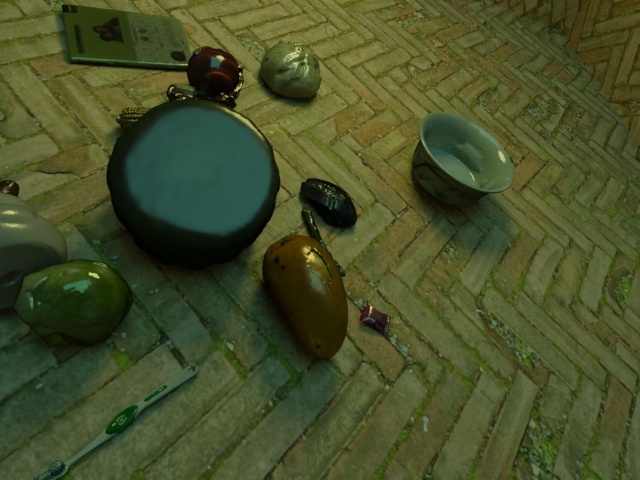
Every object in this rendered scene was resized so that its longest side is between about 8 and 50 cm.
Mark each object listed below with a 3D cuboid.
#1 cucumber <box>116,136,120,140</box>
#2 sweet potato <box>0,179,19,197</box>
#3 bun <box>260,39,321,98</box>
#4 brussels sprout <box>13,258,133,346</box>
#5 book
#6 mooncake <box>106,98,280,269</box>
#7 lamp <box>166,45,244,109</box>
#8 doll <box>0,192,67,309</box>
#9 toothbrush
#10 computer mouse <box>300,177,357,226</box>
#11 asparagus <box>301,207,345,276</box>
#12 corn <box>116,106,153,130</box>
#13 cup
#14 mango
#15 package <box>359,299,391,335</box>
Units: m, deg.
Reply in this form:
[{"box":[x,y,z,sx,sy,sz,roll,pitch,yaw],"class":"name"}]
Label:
[{"box":[-0.359,-0.214,1.096,0.299,0.072,0.072,19,51,-12],"class":"cucumber"},{"box":[-0.654,-0.068,0.875,0.049,0.049,0.117,14,61,-15],"class":"sweet potato"},{"box":[-0.090,-0.588,1.455,0.230,0.133,0.231,13,50,-16],"class":"bun"},{"box":[-0.428,0.102,0.769,0.183,0.145,0.131,46,8,-46],"class":"brussels sprout"},{"box":[-0.576,-0.614,1.314,0.351,0.035,0.240,-8,62,-29],"class":"book"},{"box":[-0.273,-0.119,0.955,0.355,0.194,0.357,4,72,-13],"class":"mooncake"},{"box":[-0.326,-0.467,1.245,0.214,0.151,0.224,5,57,-17],"class":"lamp"},{"box":[-0.588,0.001,0.764,0.221,0.221,0.251,49,25,14],"class":"doll"},{"box":[-0.340,0.312,0.757,0.030,0.030,0.303,47,48,12],"class":"toothbrush"},{"box":[0.029,-0.114,1.209,0.192,0.062,0.105,42,50,7],"class":"computer mouse"},{"box":[0.000,0.000,1.135,0.034,0.027,0.236,-18,65,-22],"class":"asparagus"},{"box":[-0.428,-0.314,1.142,0.207,0.068,0.068,-5,59,-29],"class":"corn"},{"box":[0.440,-0.245,1.425,0.346,0.163,0.348,13,52,-17],"class":"cup"},{"box":[-0.026,0.115,0.942,0.159,0.191,0.291,-15,68,-24],"class":"mango"},{"box":[0.135,0.191,1.059,0.083,0.029,0.059,33,52,-11],"class":"package"}]
